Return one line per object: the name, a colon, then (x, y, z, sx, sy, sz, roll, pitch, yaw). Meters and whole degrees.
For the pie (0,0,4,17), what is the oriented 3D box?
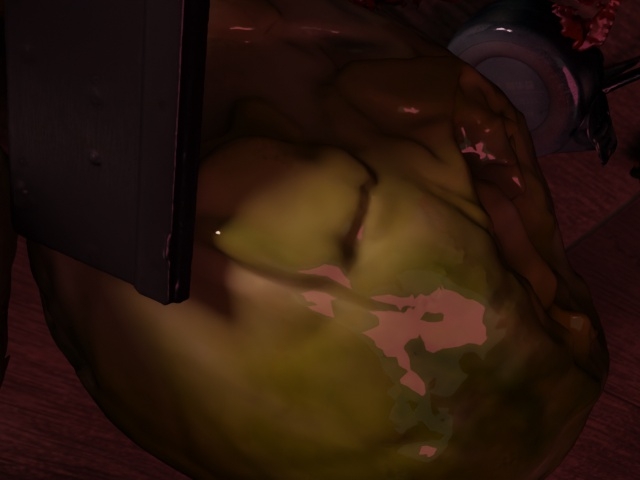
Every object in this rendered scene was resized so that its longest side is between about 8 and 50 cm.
pie: (-0.261, -0.135, 0.485, 0.371, 0.078, 0.296, -15, 167, 0)

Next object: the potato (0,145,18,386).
potato: (-0.279, 0.026, 0.494, 0.326, 0.221, 0.243, 7, 158, -39)

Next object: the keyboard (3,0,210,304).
keyboard: (-0.076, -0.119, 0.430, 0.018, 0.101, 0.310, -36, 141, -48)

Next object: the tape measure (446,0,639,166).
tape measure: (0.161, -0.126, 0.763, 0.180, 0.104, 0.107, -39, 121, -29)

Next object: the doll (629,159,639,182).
doll: (0.277, -0.067, 0.838, 0.078, 0.077, 0.113, 3, 135, -33)

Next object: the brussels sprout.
brussels sprout: (0.000, 0.000, 0.644, 0.268, 0.344, 0.344, -51, 152, -32)

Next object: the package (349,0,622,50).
package: (0.123, -0.233, 0.564, 0.223, 0.108, 0.288, 7, 124, -36)
